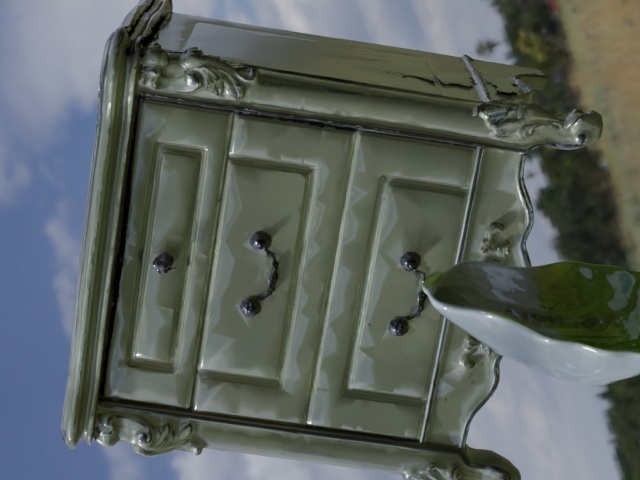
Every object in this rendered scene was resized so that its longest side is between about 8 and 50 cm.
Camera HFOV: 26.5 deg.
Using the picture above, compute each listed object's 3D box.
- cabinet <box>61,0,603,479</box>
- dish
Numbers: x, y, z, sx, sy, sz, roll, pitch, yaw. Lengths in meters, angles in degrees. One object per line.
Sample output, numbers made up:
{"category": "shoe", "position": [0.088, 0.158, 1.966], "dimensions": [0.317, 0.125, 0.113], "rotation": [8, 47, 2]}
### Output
{"category": "cabinet", "position": [0.000, 0.000, 0.977], "dimensions": [0.227, 0.318, 0.290], "rotation": [-93, 12, -73]}
{"category": "dish", "position": [0.118, 0.045, 0.681], "dimensions": [0.091, 0.137, 0.039], "rotation": [-46, -40, -58]}
